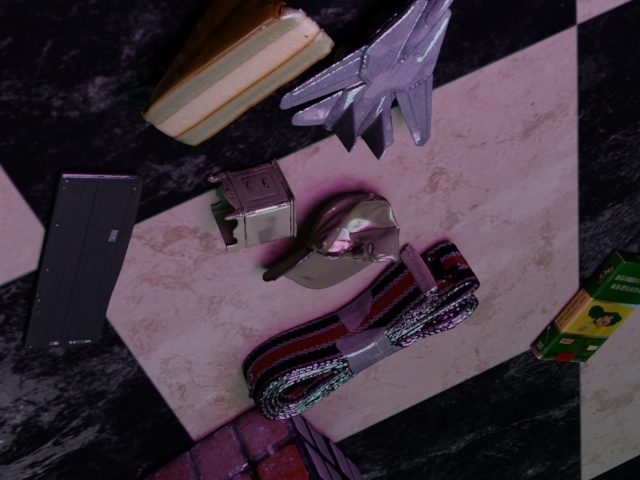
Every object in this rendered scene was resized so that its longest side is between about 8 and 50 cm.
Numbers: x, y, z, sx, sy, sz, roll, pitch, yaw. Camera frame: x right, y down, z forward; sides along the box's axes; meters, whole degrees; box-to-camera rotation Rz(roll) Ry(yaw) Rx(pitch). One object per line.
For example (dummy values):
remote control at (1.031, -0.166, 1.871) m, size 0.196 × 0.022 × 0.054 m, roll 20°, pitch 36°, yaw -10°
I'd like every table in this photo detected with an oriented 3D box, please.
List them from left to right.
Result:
table at (-0.079, -0.041, 1.076) m, size 0.083 × 0.079 × 0.062 m, roll -15°, pitch 139°, yaw -14°

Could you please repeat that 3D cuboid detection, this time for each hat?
hat at (0.000, 0.000, 1.184) m, size 0.175 × 0.085 × 0.147 m, roll -24°, pitch 157°, yaw 31°

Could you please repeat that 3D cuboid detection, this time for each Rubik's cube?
Rubik's cube at (-0.080, 0.508, 1.445) m, size 0.344 × 0.344 × 0.337 m, roll -30°, pitch 140°, yaw 3°

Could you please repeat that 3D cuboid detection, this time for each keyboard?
keyboard at (-0.259, -0.007, 1.049) m, size 0.103 × 0.041 × 0.381 m, roll 0°, pitch 139°, yaw -30°

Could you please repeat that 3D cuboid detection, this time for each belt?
belt at (0.056, 0.131, 1.321) m, size 0.359 × 0.094 × 0.126 m, roll -31°, pitch 141°, yaw 4°

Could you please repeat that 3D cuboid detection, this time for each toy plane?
toy plane at (0.085, -0.217, 0.989) m, size 0.212 × 0.088 × 0.267 m, roll 9°, pitch 119°, yaw -38°

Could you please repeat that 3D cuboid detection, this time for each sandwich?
sandwich at (-0.081, -0.155, 0.892) m, size 0.079 × 0.113 × 0.163 m, roll 34°, pitch 91°, yaw -44°

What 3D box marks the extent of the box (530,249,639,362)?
box at (0.472, 0.116, 1.589) m, size 0.132 × 0.034 × 0.235 m, roll 8°, pitch 128°, yaw -36°
